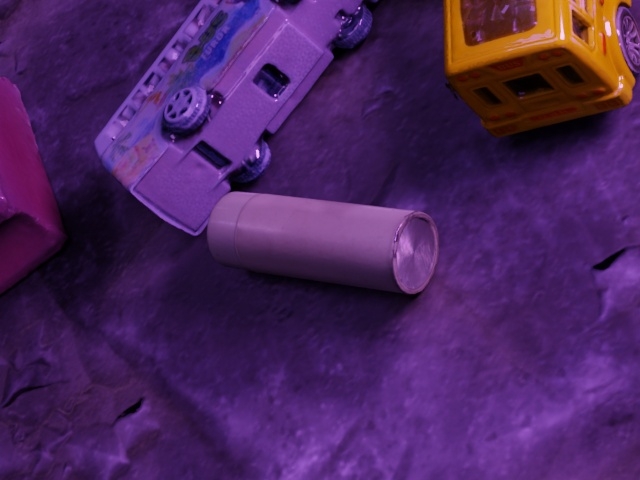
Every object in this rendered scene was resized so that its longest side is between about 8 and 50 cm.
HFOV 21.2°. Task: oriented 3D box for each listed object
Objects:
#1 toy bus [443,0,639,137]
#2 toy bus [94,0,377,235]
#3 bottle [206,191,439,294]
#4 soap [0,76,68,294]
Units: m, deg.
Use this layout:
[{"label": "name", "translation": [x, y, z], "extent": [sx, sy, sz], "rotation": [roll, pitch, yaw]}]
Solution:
[{"label": "toy bus", "translation": [0.176, -0.263, 1.433], "extent": [0.144, 0.152, 0.330], "rotation": [-13, 62, 30]}, {"label": "toy bus", "translation": [-0.069, -0.171, 1.589], "extent": [0.330, 0.109, 0.136], "rotation": [-52, 40, 2]}, {"label": "bottle", "translation": [0.000, 0.000, 1.479], "extent": [0.201, 0.072, 0.072], "rotation": [8, 73, 36]}, {"label": "soap", "translation": [-0.448, -0.006, 1.744], "extent": [0.359, 0.128, 0.233], "rotation": [-35, 55, 16]}]
